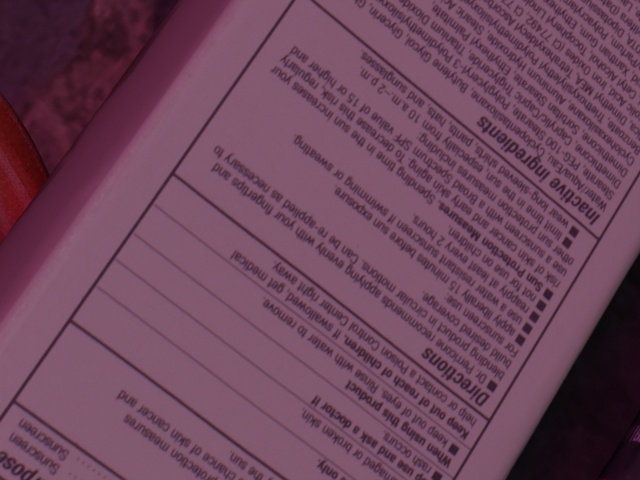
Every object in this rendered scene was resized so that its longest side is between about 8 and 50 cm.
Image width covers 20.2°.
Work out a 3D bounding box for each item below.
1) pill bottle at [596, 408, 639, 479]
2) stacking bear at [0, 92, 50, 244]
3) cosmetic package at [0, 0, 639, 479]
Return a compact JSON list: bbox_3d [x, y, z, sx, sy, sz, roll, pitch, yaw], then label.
[{"bbox_3d":[0.169,0.067,0.569,0.130,0.130,0.245,30,82,21],"label":"pill bottle"},{"bbox_3d":[-0.253,0.020,0.682,0.289,0.164,0.175,6,68,28],"label":"stacking bear"},{"bbox_3d":[0.000,0.000,0.582,0.160,0.113,0.309,39,72,-15],"label":"cosmetic package"}]
